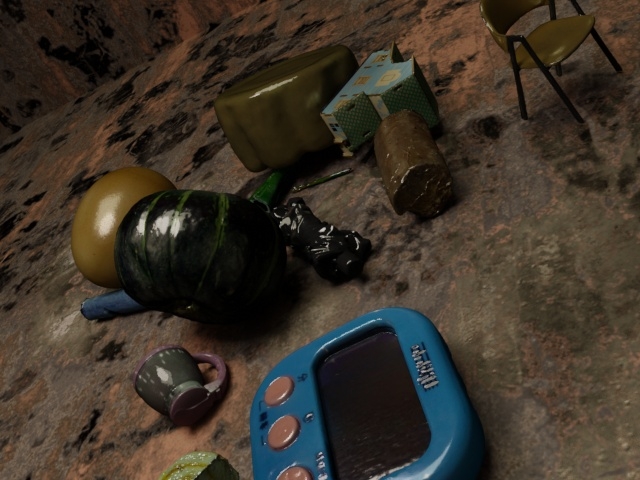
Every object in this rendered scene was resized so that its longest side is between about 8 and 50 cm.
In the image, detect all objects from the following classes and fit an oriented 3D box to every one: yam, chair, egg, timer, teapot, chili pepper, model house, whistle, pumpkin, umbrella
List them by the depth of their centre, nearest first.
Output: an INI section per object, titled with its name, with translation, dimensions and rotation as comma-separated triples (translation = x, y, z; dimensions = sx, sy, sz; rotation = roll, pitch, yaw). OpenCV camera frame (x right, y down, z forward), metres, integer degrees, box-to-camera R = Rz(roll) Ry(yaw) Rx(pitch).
[timer]
translation = 0.054, 0.256, 0.985
dimensions = 0.309, 0.115, 0.340
rotation = -30, 32, 10
[teapot]
translation = -0.244, 0.265, 1.288
dimensions = 0.146, 0.148, 0.116
rotation = 35, 109, 45
[chair]
translation = 0.421, -0.365, 1.351
dimensions = 0.172, 0.246, 0.158
rotation = 14, 57, 50
[pumpkin]
translation = -0.226, 0.028, 1.364
dimensions = 0.323, 0.323, 0.241
rotation = -3, 70, 41
[umbrella]
translation = 0.000, 0.000, 1.392
dimensions = 0.272, 0.122, 0.110
rotation = 33, 104, 53
[yam]
translation = 0.176, -0.147, 1.398
dimensions = 0.128, 0.129, 0.238
rotation = -28, 31, 13
[model house]
translation = 0.160, -0.296, 1.568
dimensions = 0.207, 0.178, 0.271
rotation = 5, 47, 48
[whistle]
translation = -0.424, 0.132, 1.652
dimensions = 0.304, 0.062, 0.062
rotation = -14, 37, 30
[egg]
translation = -0.460, -0.030, 1.722
dimensions = 0.250, 0.250, 0.322
rotation = -12, 40, 33
[chili pepper]
translation = -0.103, -0.142, 1.728
dimensions = 0.088, 0.059, 0.226
rotation = -21, 28, 46

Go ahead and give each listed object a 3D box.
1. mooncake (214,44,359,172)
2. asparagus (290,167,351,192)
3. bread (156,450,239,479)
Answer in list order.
[mooncake]
translation = -0.060, -0.322, 1.747
dimensions = 0.379, 0.200, 0.378
rotation = -20, 21, 8
[asparagus]
translation = -0.001, -0.138, 1.663
dimensions = 0.166, 0.016, 0.013
rotation = -18, 77, 25
[bread]
translation = -0.206, 0.388, 1.064
dimensions = 0.110, 0.103, 0.156
rotation = 2, 40, 37
